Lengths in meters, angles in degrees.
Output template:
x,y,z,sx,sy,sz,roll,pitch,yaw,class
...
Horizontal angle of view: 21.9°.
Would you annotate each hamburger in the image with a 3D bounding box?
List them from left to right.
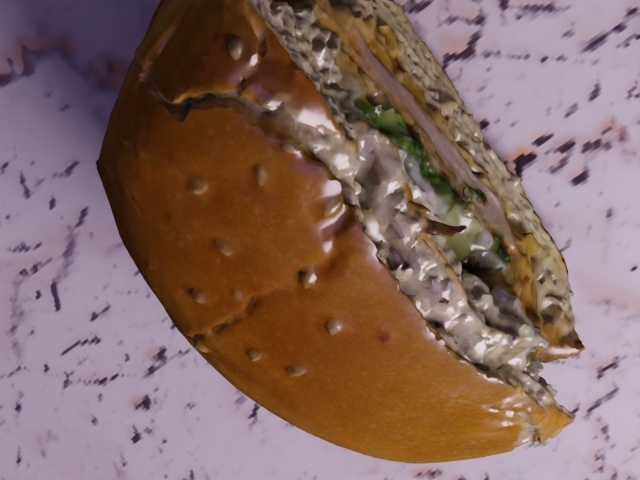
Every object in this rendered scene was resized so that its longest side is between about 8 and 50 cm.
x,y,z,sx,sy,sz,roll,pitch,yaw,class
0.000,0.000,0.749,0.157,0.144,0.283,-28,113,21,hamburger
